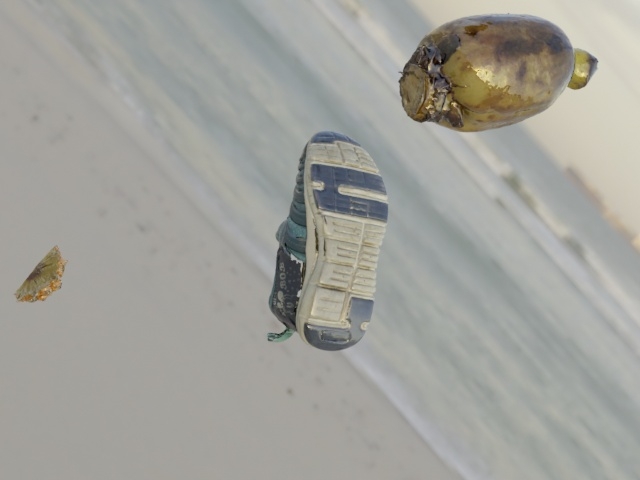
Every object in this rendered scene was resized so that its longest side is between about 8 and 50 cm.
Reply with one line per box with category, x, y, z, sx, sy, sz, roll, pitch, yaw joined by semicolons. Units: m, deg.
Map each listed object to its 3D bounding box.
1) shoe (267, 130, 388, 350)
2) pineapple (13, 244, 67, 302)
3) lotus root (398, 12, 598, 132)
shoe;0.000;0.000;1.025;0.064;0.143;0.071;9;-7;-37
pineapple;-0.332;0.047;1.904;0.045;0.083;0.019;36;-8;35
lotus root;0.225;-0.219;2.039;0.314;0.169;0.141;-9;76;-31
